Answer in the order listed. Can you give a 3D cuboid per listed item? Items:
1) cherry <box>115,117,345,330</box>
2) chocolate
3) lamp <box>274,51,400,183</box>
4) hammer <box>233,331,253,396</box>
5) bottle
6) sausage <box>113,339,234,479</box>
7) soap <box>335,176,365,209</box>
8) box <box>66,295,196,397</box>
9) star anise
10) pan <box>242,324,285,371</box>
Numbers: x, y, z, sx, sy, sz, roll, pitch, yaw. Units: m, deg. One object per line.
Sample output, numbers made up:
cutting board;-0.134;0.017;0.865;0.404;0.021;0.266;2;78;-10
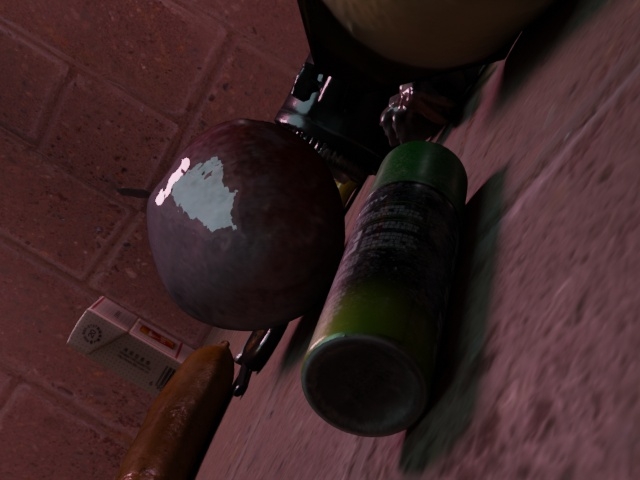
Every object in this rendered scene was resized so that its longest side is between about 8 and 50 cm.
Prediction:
cherry;-0.111;-0.005;1.591;0.326;0.291;0.335;-53;41;30
chocolate;0.130;-0.353;1.118;0.297;0.326;0.314;149;107;-83
lamp;0.056;-0.230;1.743;0.272;0.205;0.374;-66;-12;20
hammer;-0.135;0.226;1.962;0.103;0.029;0.246;-58;6;13
bottle;0.063;0.021;0.864;0.093;0.093;0.330;-56;6;32
sausage;-0.267;0.355;1.930;0.136;0.123;0.501;-53;7;31
soap;0.040;-0.088;1.995;0.140;0.045;0.089;-59;2;-9
box;-0.355;0.247;2.222;0.095;0.330;0.210;-60;5;1
star anise;0.145;-0.206;1.399;0.229;0.093;0.236;-57;4;28
pan;-0.095;0.159;1.891;0.115;0.040;0.212;-52;7;15
